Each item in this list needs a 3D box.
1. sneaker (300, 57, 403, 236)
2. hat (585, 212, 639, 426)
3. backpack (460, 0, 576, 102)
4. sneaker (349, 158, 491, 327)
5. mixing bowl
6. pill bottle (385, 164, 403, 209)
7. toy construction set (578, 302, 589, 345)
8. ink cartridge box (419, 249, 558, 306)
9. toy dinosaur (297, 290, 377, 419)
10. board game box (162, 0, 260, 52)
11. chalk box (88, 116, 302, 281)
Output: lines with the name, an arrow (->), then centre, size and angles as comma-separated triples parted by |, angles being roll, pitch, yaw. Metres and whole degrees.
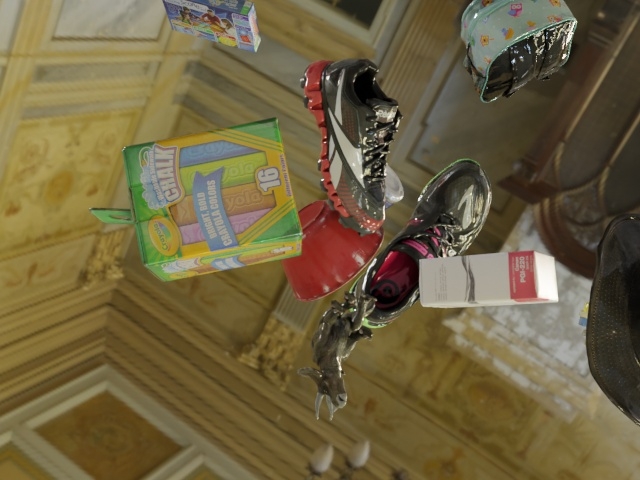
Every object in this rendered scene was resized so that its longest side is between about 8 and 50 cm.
sneaker -> 0.061, -0.146, 1.222 | 0.135, 0.276, 0.098 | -11, -179, 39
hat -> 0.496, 0.111, 1.084 | 0.331, 0.331, 0.134 | 8, 169, -36
backpack -> 0.304, -0.321, 1.276 | 0.188, 0.166, 0.144 | 53, -165, -82
sneaker -> 0.256, 0.018, 1.965 | 0.185, 0.482, 0.202 | 36, 177, -2
mixing bowl -> 0.000, 0.000, 1.316 | 0.098, 0.181, 0.181 | 50, -164, -19
pill bottle -> 0.081, -0.084, 1.713 | 0.094, 0.169, 0.094 | 38, -146, -31
toy construction set -> 0.708, 0.234, 1.696 | 0.215, 0.151, 0.327 | 9, -157, -36
ink cartridge box -> 0.310, 0.075, 1.518 | 0.218, 0.092, 0.159 | -7, 171, 28
toy dinosaur -> 0.029, 0.180, 1.574 | 0.121, 0.160, 0.313 | 34, -153, -11
board game box -> -0.233, -0.477, 1.750 | 0.201, 0.035, 0.136 | 18, 161, 9
chalk box -> -0.135, -0.034, 0.887 | 0.213, 0.132, 0.132 | -12, 171, -3
